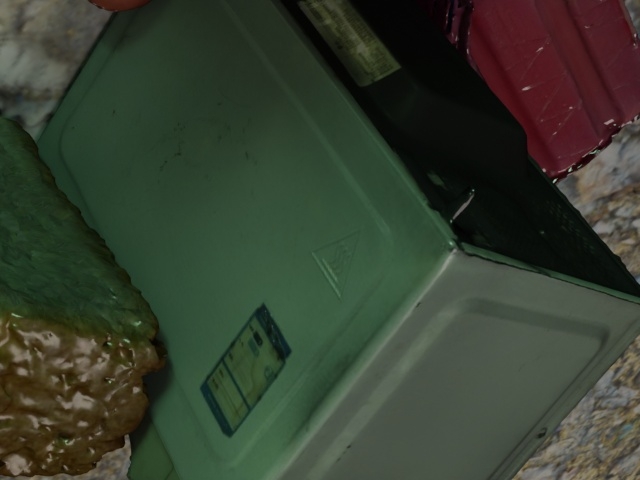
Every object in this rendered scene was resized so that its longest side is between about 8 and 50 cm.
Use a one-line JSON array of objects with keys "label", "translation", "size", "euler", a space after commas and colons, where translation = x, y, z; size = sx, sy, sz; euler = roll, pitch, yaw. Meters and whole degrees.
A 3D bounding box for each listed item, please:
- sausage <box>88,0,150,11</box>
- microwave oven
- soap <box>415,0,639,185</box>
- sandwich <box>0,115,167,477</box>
[{"label": "sausage", "translation": [-0.118, -0.183, 0.883], "size": [0.054, 0.059, 0.094], "euler": [12, 124, -35]}, {"label": "microwave oven", "translation": [0.000, 0.000, 0.917], "size": [0.218, 0.355, 0.286], "euler": [15, 120, -43]}, {"label": "soap", "translation": [0.145, -0.147, 1.067], "size": [0.162, 0.099, 0.250], "euler": [-35, 141, 2]}, {"label": "sandwich", "translation": [-0.282, 0.011, 0.812], "size": [0.325, 0.262, 0.131], "euler": [8, 120, -40]}]
